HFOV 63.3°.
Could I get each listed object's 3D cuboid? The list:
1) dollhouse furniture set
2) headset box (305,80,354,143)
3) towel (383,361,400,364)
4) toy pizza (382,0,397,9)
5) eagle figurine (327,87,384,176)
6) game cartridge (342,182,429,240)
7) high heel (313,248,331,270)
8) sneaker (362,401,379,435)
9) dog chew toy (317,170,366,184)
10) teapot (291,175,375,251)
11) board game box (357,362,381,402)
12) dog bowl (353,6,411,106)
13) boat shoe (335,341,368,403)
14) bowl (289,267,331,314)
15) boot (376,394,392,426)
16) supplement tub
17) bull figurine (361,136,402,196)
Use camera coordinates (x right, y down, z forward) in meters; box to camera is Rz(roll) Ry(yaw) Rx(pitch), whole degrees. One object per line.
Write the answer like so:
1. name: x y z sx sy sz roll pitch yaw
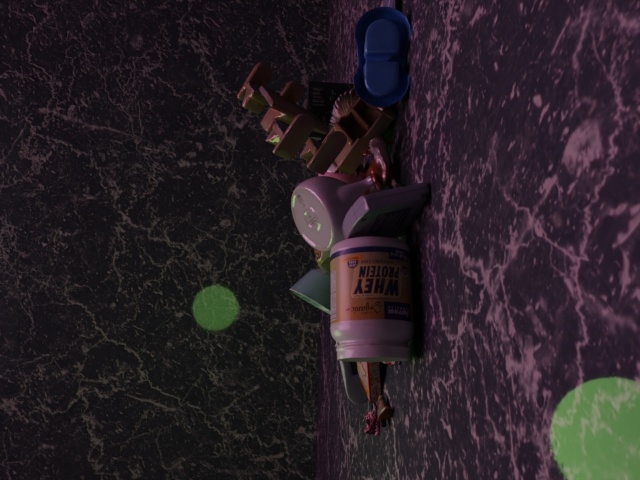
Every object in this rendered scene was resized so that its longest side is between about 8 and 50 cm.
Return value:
1. dollhouse furniture set: 0.002 -0.404 1.639 0.256 0.394 0.362 -53 43 21
2. headset box: 0.056 -0.591 2.400 0.131 0.246 0.283 136 135 -81
3. towel: 0.205 0.283 1.706 0.329 0.037 0.237 120 150 -78
4. toy pizza: 0.233 -0.739 1.738 0.201 0.032 0.201 -177 90 -85
5. eagle figurine: 0.131 -0.380 1.911 0.298 0.226 0.225 92 -162 -63
6. game cartridge: 0.162 -0.058 1.409 0.297 0.198 0.062 107 152 -68
7. high heel: 0.000 0.000 2.146 0.261 0.093 0.186 80 168 -54
8. sneaker: 0.175 0.616 1.802 0.047 0.057 0.119 120 152 -82
9. dog chew toy: 0.093 -0.190 2.223 0.332 0.207 0.206 86 180 -47
10. teapot: 0.040 -0.095 1.625 0.256 0.187 0.252 29 134 44
11. board game box: 0.163 0.432 1.787 0.147 0.045 0.193 -118 19 -61
12. dog bowl: 0.185 -0.542 1.566 0.074 0.166 0.297 6 -95 -84
13. boat shoe: 0.131 0.437 2.023 0.156 0.136 0.367 113 149 -83
14. bowl: 0.026 0.240 2.457 0.163 0.311 0.311 -60 1 -10
15. boot: 0.200 0.532 1.654 0.087 0.042 0.118 -92 6 -50
16. supplement tub: 0.140 0.166 1.414 0.228 0.228 0.316 110 161 -73
17. bull figurine: 0.188 -0.175 1.668 0.188 0.101 0.310 -98 9 -47
